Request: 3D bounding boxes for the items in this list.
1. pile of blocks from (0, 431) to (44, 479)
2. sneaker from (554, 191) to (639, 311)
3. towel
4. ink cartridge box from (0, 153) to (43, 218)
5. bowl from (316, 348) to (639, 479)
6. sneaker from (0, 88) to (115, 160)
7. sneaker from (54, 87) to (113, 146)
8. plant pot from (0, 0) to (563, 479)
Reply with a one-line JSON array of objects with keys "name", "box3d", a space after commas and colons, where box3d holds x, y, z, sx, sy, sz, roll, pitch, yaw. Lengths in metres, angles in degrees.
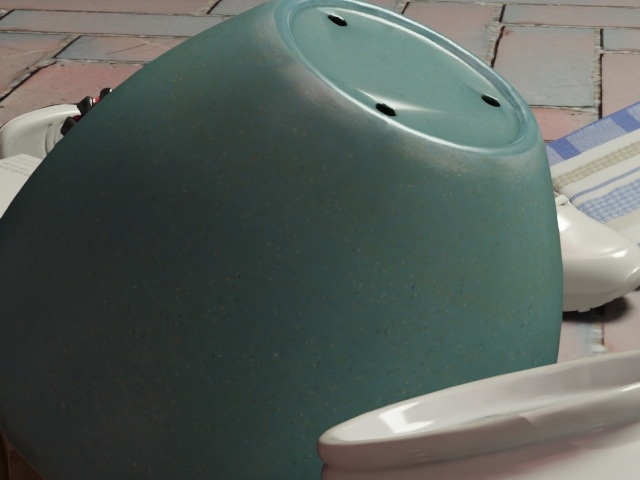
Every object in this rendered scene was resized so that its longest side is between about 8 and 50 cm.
[{"name": "pile of blocks", "box3d": [-0.136, 0.047, 0.972, 0.148, 0.113, 0.362, 3, 20, 7]}, {"name": "sneaker", "box3d": [0.114, -0.019, 1.183, 0.235, 0.095, 0.090, 17, 24, 36]}, {"name": "towel", "box3d": [0.282, -0.056, 1.300, 0.209, 0.034, 0.285, -24, 21, -2]}, {"name": "ink cartridge box", "box3d": [-0.238, 0.018, 1.104, 0.134, 0.078, 0.231, 17, 27, 40]}, {"name": "bowl", "box3d": [0.082, 0.116, 0.597, 0.297, 0.134, 0.298, -12, 0, 0]}, {"name": "sneaker", "box3d": [-0.181, -0.077, 1.385, 0.216, 0.079, 0.121, -5, 16, -37]}, {"name": "sneaker", "box3d": [-0.035, -0.034, 1.207, 0.299, 0.121, 0.112, 19, -4, 26]}, {"name": "plant pot", "box3d": [0.000, 0.000, 0.825, 0.290, 0.195, 0.290, 22, 27, -12]}]
